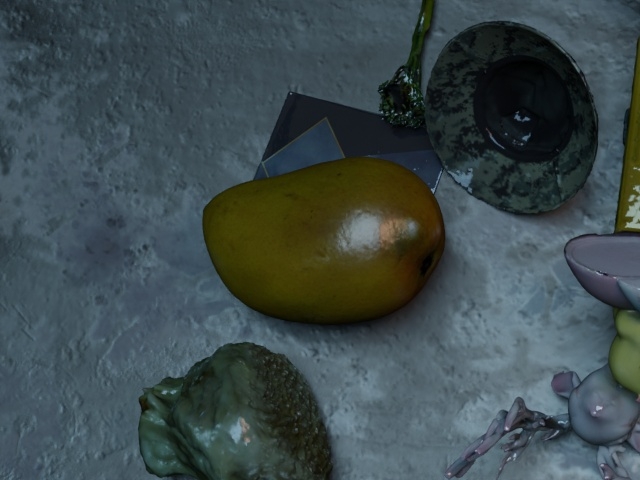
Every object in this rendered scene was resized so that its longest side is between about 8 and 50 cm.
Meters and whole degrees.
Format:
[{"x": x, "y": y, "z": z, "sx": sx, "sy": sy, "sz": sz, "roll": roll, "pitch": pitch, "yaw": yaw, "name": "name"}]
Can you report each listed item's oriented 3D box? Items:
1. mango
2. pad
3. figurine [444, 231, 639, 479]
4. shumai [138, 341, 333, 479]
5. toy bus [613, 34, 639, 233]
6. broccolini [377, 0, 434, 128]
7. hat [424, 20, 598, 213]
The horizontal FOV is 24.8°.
[{"x": 0.000, "y": 0.000, "z": 1.813, "sx": 0.317, "sy": 0.173, "sz": 0.211, "roll": -1, "pitch": 75, "yaw": 21, "name": "mango"}, {"x": 0.039, "y": -0.097, "z": 1.920, "sx": 0.243, "sy": 0.004, "sz": 0.163, "roll": 17, "pitch": 78, "yaw": 17, "name": "pad"}, {"x": 0.300, "y": 0.166, "z": 1.635, "sx": 0.206, "sy": 0.284, "sz": 0.315, "roll": 19, "pitch": 115, "yaw": 26, "name": "figurine"}, {"x": -0.118, "y": 0.250, "z": 1.735, "sx": 0.222, "sy": 0.260, "sz": 0.225, "roll": -28, "pitch": 102, "yaw": 9, "name": "shumai"}, {"x": 0.420, "y": -0.082, "z": 1.763, "sx": 0.121, "sy": 0.123, "sz": 0.335, "roll": 6, "pitch": 74, "yaw": 15, "name": "toy bus"}, {"x": 0.128, "y": -0.264, "z": 1.943, "sx": 0.057, "sy": 0.071, "sz": 0.254, "roll": -17, "pitch": 54, "yaw": 52, "name": "broccolini"}, {"x": 0.265, "y": -0.172, "z": 1.815, "sx": 0.265, "sy": 0.265, "sz": 0.128, "roll": 36, "pitch": 48, "yaw": 20, "name": "hat"}]
